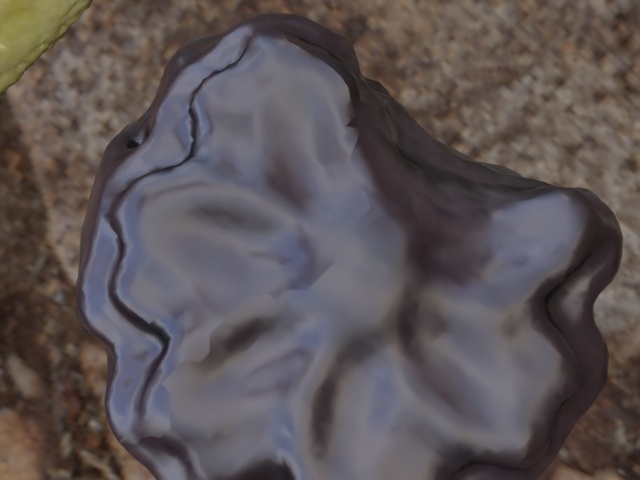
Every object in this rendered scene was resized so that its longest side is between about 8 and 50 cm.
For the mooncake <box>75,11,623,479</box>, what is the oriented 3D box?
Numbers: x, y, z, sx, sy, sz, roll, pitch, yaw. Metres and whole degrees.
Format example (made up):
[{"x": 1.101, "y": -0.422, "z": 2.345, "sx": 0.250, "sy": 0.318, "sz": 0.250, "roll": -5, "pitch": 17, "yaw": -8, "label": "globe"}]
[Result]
[{"x": 0.013, "y": 0.039, "z": 1.254, "sx": 0.212, "sy": 0.381, "sz": 0.351, "roll": -171, "pitch": 103, "yaw": -85, "label": "mooncake"}]

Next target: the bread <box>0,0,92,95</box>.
[{"x": -0.166, "y": -0.088, "z": 0.552, "sx": 0.169, "sy": 0.160, "sz": 0.140, "roll": -43, "pitch": 76, "yaw": 14, "label": "bread"}]
